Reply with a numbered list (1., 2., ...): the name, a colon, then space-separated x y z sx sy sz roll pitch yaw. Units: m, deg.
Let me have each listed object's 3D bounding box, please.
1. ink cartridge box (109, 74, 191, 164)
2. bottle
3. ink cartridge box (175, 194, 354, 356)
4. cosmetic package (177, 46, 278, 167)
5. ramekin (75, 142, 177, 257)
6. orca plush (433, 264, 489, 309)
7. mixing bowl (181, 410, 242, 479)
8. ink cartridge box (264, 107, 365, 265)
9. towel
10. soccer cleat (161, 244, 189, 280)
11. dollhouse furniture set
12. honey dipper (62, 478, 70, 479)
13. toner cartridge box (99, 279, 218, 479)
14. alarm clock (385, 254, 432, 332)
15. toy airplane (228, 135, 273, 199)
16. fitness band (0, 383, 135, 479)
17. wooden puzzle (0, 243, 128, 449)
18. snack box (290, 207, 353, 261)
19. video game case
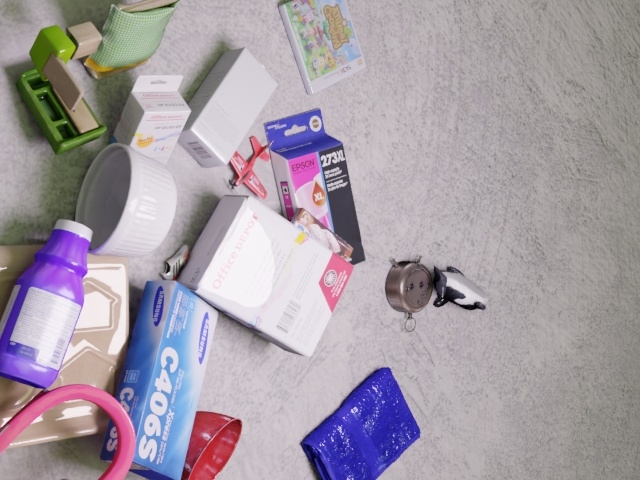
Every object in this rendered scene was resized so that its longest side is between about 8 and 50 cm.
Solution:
1. ink cartridge box: -0.317 -0.223 1.731 0.104 0.181 0.061 -10 54 -42
2. bottle: -0.466 0.104 1.565 0.118 0.092 0.283 28 68 -35
3. ink cartridge box: -0.112 0.073 1.912 0.306 0.131 0.226 35 76 -27
4. cosmetic package: -0.198 -0.275 1.899 0.117 0.085 0.231 47 59 -33
5. ramekin: -0.352 -0.065 1.678 0.109 0.207 0.207 18 79 -38
6. orca plush: 0.340 0.150 2.379 0.102 0.151 0.287 -46 162 15
7. mixing bowl: -0.248 0.409 1.837 0.181 0.098 0.181 -51 160 -26
8. ink cartridge box: -0.009 -0.104 2.090 0.175 0.069 0.371 -22 103 -39
9. towel: 0.110 0.477 2.199 0.308 0.076 0.228 -40 117 -34
10. soccer cleat: -0.293 0.043 1.856 0.035 0.029 0.083 38 71 -40
11. dollhouse furniture set: -0.360 -0.308 1.650 0.301 0.197 0.151 -31 86 -40
12. honey dipper: -0.427 0.494 1.745 0.160 0.030 0.030 42 64 -33
13. toner cartridge box: -0.300 0.266 1.749 0.165 0.075 0.348 47 47 -54
14. alarm clock: 0.227 0.136 2.310 0.129 0.064 0.192 -6 98 -42
15. toy airplane: -0.152 -0.165 1.978 0.151 0.028 0.151 -2 94 -43
16. fitness band: -0.447 0.375 1.539 0.291 0.054 0.209 -45 103 -17
17. wooden puzzle: -0.497 0.181 1.648 0.322 0.080 0.348 -2 88 -43
18. snack box: 0.000 0.000 2.042 0.178 0.022 0.064 38 68 -35
19. video game case: 0.008 -0.467 2.119 0.193 0.023 0.212 -33 113 -37
